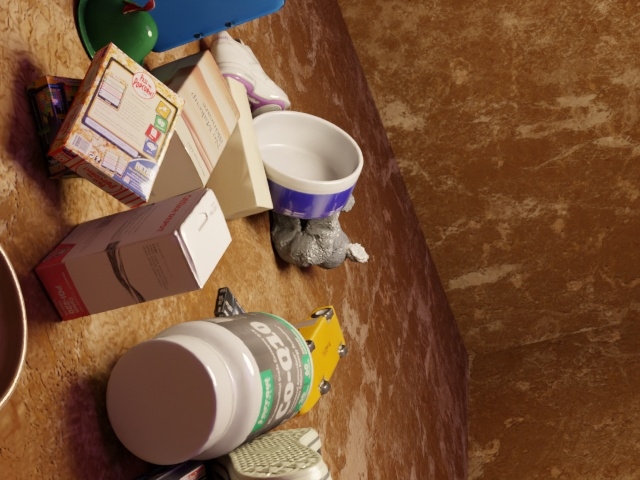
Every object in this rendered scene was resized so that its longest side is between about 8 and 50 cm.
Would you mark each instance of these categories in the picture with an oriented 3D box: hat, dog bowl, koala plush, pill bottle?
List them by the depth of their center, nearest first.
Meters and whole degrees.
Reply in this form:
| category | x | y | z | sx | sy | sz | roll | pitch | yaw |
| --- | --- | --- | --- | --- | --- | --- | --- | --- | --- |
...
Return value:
| category | x | y | z | sx | sy | sz | roll | pitch | yaw |
| --- | --- | --- | --- | --- | --- | --- | --- | --- | --- |
| pill bottle | -0.159 | 0.219 | 1.338 | 0.361 | 0.204 | 0.204 | 1 | 74 | -72 |
| hat | -0.283 | -0.366 | 1.462 | 0.173 | 0.183 | 0.208 | 56 | 31 | -39 |
| dog bowl | -0.047 | -0.168 | 1.916 | 0.265 | 0.265 | 0.104 | -83 | -169 | -51 |
| koala plush | 0.000 | 0.000 | 2.079 | 0.221 | 0.196 | 0.203 | 49 | 42 | -55 |

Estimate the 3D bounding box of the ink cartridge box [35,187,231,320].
| category | x | y | z | sx | sy | sz | roll | pitch | yaw |
| --- | --- | --- | --- | --- | --- | --- | --- | --- | --- |
| ink cartridge box | -0.250 | 0.017 | 1.202 | 0.158 | 0.218 | 0.092 | -68 | 140 | -62 |

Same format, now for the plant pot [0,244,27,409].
| category | x | y | z | sx | sy | sz | roll | pitch | yaw |
| --- | --- | --- | --- | --- | --- | --- | --- | --- | --- |
| plant pot | -0.406 | 0.077 | 0.852 | 0.237 | 0.110 | 0.237 | -16 | 90 | -74 |

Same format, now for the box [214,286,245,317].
| category | x | y | z | sx | sy | sz | roll | pitch | yaw |
| --- | --- | --- | --- | --- | --- | --- | --- | --- | --- |
| box | -0.172 | 0.140 | 1.674 | 0.067 | 0.018 | 0.083 | -86 | 154 | -48 |

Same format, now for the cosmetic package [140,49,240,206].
| category | x | y | z | sx | sy | sz | roll | pitch | yaw |
| --- | --- | --- | --- | --- | --- | --- | --- | --- | --- |
| cosmetic package | -0.252 | -0.203 | 1.534 | 0.296 | 0.129 | 0.153 | -77 | 147 | -56 |

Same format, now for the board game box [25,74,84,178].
| category | x | y | z | sx | sy | sz | roll | pitch | yaw |
| --- | --- | --- | --- | --- | --- | --- | --- | --- | --- |
| board game box | -0.344 | -0.166 | 1.302 | 0.170 | 0.048 | 0.141 | -11 | 84 | -60 |

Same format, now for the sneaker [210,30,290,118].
| category | x | y | z | sx | sy | sz | roll | pitch | yaw |
| --- | --- | --- | --- | --- | --- | --- | --- | --- | --- |
| sneaker | -0.157 | -0.376 | 2.003 | 0.305 | 0.114 | 0.152 | 32 | 46 | -65 |

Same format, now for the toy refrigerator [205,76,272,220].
| category | x | y | z | sx | sy | sz | roll | pitch | yaw |
| --- | --- | --- | --- | --- | --- | --- | --- | --- | --- |
| toy refrigerator | -0.184 | -0.183 | 1.777 | 0.094 | 0.102 | 0.269 | 5 | 70 | -72 |

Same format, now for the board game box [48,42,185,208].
| category | x | y | z | sx | sy | sz | roll | pitch | yaw |
| --- | --- | --- | --- | --- | --- | --- | --- | --- | --- |
| board game box | -0.289 | -0.166 | 1.267 | 0.147 | 0.045 | 0.193 | 38 | 52 | -33 |

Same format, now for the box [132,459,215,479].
| category | x | y | z | sx | sy | sz | roll | pitch | yaw |
| --- | --- | --- | --- | --- | --- | --- | --- | --- | --- |
| box | -0.206 | 0.470 | 1.202 | 0.295 | 0.073 | 0.293 | -2 | 78 | -73 |

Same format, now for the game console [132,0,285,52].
| category | x | y | z | sx | sy | sz | roll | pitch | yaw |
| --- | --- | --- | --- | --- | --- | --- | --- | --- | --- |
| game console | -0.238 | -0.519 | 1.576 | 0.173 | 0.293 | 0.250 | 32 | 46 | -66 |

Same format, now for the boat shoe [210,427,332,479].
| category | x | y | z | sx | sy | sz | roll | pitch | yaw |
| --- | --- | --- | --- | --- | --- | --- | --- | --- | --- |
| boat shoe | -0.069 | 0.387 | 1.352 | 0.500 | 0.187 | 0.156 | 155 | -74 | -81 |

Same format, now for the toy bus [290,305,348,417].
| category | x | y | z | sx | sy | sz | roll | pitch | yaw |
| --- | --- | --- | --- | --- | --- | --- | --- | --- | --- |
| toy bus | -0.042 | 0.245 | 1.798 | 0.332 | 0.130 | 0.108 | -53 | 124 | -69 |
